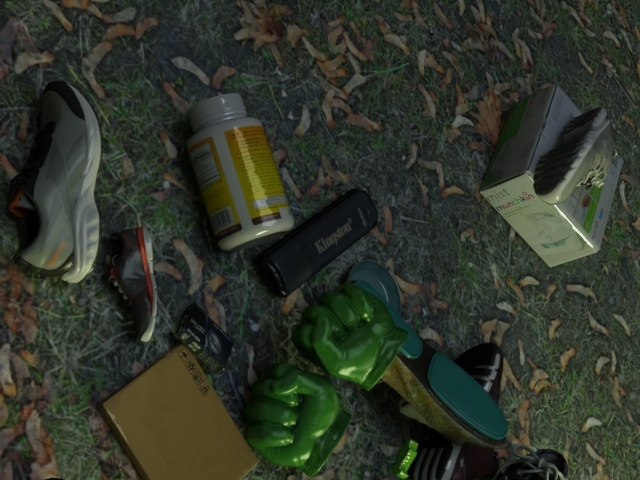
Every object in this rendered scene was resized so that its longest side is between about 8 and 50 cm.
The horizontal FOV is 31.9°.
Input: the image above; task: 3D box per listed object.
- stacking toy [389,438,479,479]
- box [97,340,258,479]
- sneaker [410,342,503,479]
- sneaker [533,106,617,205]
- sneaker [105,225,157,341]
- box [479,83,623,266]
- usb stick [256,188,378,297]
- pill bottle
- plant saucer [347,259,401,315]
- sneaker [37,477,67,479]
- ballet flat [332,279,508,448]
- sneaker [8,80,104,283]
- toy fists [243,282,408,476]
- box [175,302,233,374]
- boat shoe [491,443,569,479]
[{"bbox_3d":[0.150,0.428,1.657,0.167,0.052,0.221,33,76,-30],"label":"stacking toy"},{"bbox_3d":[-0.186,0.259,1.486,0.164,0.021,0.201,-37,100,-45],"label":"box"},{"bbox_3d":[0.254,0.317,1.829,0.162,0.106,0.281,46,58,-26],"label":"sneaker"},{"bbox_3d":[0.484,-0.137,2.039,0.115,0.105,0.281,55,48,-12],"label":"sneaker"},{"bbox_3d":[-0.255,0.060,1.495,0.064,0.061,0.158,-3,73,-16],"label":"sneaker"},{"bbox_3d":[0.454,-0.127,2.169,0.231,0.126,0.262,42,49,-21],"label":"box"},{"bbox_3d":[0.000,0.000,1.751,0.278,0.045,0.077,-37,98,-45],"label":"usb stick"},{"bbox_3d":[-0.122,-0.100,1.627,0.117,0.117,0.215,-12,82,-45],"label":"pill bottle"},{"bbox_3d":[0.081,0.091,1.805,0.119,0.021,0.119,19,60,-37],"label":"plant saucer"},{"bbox_3d":[-0.265,0.379,1.288,0.087,0.130,0.228,-20,89,-44],"label":"sneaker"},{"bbox_3d":[0.135,0.205,1.720,0.348,0.123,0.123,43,47,-5],"label":"ballet flat"},{"bbox_3d":[-0.343,-0.083,1.431,0.108,0.100,0.272,9,67,-35],"label":"sneaker"},{"bbox_3d":[0.001,0.190,1.582,0.142,0.096,0.279,35,78,-3],"label":"toy fists"},{"bbox_3d":[-0.160,0.135,1.549,0.083,0.018,0.067,47,26,-18],"label":"box"},{"bbox_3d":[0.319,0.373,1.690,0.306,0.113,0.105,8,106,-63],"label":"boat shoe"}]
